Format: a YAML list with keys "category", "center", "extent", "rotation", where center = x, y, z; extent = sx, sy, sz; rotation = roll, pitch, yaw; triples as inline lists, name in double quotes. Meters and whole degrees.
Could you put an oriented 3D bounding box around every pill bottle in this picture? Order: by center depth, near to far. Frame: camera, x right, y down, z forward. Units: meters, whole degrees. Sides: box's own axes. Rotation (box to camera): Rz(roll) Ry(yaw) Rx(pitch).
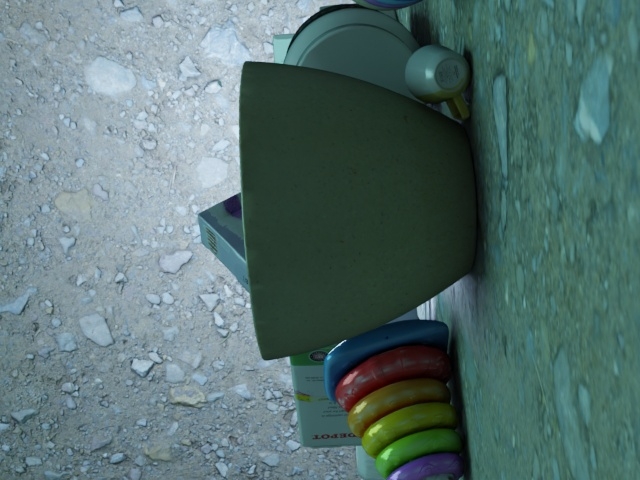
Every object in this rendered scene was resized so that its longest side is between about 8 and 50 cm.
- category: "pill bottle"
  center: [0.048, -0.236, 1.322]
  extent: [0.363, 0.210, 0.210]
  rotation: [-94, 0, -74]

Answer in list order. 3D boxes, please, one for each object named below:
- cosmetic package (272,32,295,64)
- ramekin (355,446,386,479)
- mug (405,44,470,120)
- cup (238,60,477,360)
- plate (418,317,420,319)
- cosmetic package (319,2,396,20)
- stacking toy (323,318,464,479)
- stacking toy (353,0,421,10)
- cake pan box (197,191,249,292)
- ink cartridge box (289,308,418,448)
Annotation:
- category: "cosmetic package"
  center: [0.032, -0.255, 2.102]
  extent: [0.230, 0.161, 0.453]
  rotation: [-20, -69, -52]
- category: "ramekin"
  center: [0.132, 0.370, 1.852]
  extent: [0.273, 0.127, 0.273]
  rotation: [-4, -90, -90]
- category: "mug"
  center: [0.132, -0.168, 0.935]
  extent: [0.062, 0.078, 0.064]
  rotation: [-61, 13, 5]
- category: "cup"
  center: [0.043, -0.041, 1.008]
  extent: [0.331, 0.237, 0.331]
  rotation: [-4, -90, -90]
- category: "plate"
  center: [0.170, 0.213, 1.474]
  extent: [0.188, 0.024, 0.188]
  rotation: [177, 90, -90]
- category: "cosmetic package"
  center: [0.077, -0.262, 1.784]
  extent: [0.197, 0.155, 0.366]
  rotation: [-92, -3, -58]
- category: "stacking toy"
  center: [0.125, 0.268, 1.152]
  extent: [0.166, 0.175, 0.302]
  rotation: [85, 168, -57]
- category: "stacking toy"
  center: [0.090, -0.282, 0.832]
  extent: [0.330, 0.141, 0.141]
  rotation: [-115, 21, -74]
- category: "cake pan box"
  center: [0.000, 0.000, 1.257]
  extent: [0.267, 0.245, 0.070]
  rotation: [43, 152, 37]
- category: "ink cartridge box"
  center: [0.056, 0.208, 1.480]
  extent: [0.117, 0.201, 0.278]
  rotation: [-92, -2, -49]
